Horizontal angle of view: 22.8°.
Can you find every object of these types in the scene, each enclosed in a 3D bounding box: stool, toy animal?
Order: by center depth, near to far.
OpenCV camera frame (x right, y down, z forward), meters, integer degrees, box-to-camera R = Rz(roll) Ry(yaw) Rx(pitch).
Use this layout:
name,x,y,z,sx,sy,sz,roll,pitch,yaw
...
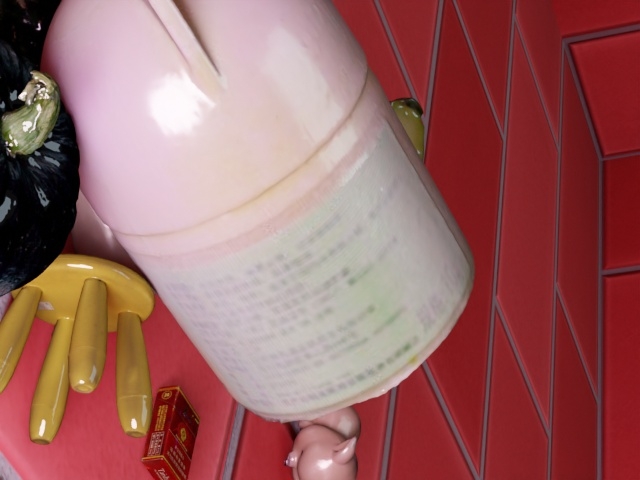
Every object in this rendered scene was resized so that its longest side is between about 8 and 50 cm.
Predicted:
name,x,y,z,sx,sy,sz,roll,pitch,yaw
stool,-0.185,0.081,1.177,0.135,0.134,0.110,135,-34,-55
toy animal,0.010,0.221,1.711,0.150,0.089,0.083,-88,157,-54

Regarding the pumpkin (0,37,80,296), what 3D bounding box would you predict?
name,x,y,z,sx,sy,sz,roll,pitch,yaw
pumpkin,-0.240,-0.051,1.040,0.194,0.150,0.194,-34,131,-53

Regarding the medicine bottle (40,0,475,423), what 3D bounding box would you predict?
name,x,y,z,sx,sy,sz,roll,pitch,yaw
medicine bottle,-0.069,-0.083,1.196,0.406,0.236,0.235,57,29,-30

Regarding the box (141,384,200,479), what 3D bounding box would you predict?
name,x,y,z,sx,sy,sz,roll,pitch,yaw
box,-0.133,0.177,1.411,0.082,0.023,0.051,-80,155,-43

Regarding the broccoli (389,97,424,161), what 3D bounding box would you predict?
name,x,y,z,sx,sy,sz,roll,pitch,yaw
broccoli,-0.010,-0.086,1.545,0.247,0.243,0.263,-16,92,-58

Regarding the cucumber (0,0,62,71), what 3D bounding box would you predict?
name,x,y,z,sx,sy,sz,roll,pitch,yaw
cucumber,-0.232,-0.261,1.252,0.081,0.072,0.303,36,49,-65

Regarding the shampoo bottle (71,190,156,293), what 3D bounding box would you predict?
name,x,y,z,sx,sy,sz,roll,pitch,yaw
shampoo bottle,-0.176,-0.080,1.318,0.127,0.078,0.256,-2,86,-67
